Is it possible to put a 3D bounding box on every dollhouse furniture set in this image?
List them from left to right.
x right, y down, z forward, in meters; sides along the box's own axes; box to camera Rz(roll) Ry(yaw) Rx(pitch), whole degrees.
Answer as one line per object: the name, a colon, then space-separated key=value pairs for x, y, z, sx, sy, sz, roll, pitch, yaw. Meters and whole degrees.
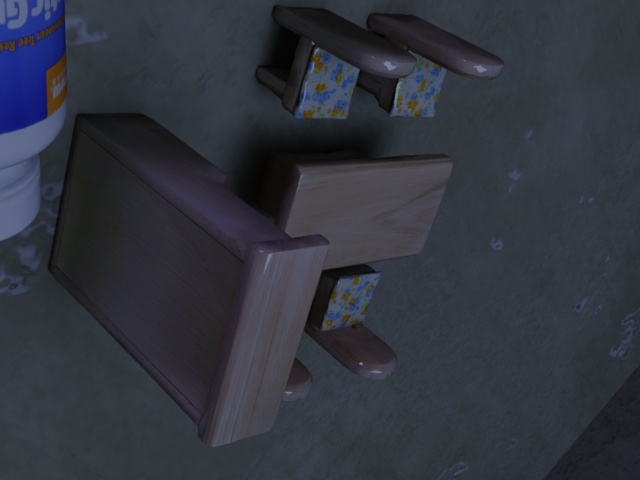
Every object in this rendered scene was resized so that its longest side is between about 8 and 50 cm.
dollhouse furniture set: x=0.000 y=0.000 z=0.915 sx=0.394 sy=0.256 sz=0.362 roll=-8 pitch=124 yaw=-43

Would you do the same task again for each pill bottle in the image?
pill bottle: x=-0.240 y=-0.136 z=0.637 sx=0.152 sy=0.152 sz=0.272 roll=-21 pitch=132 yaw=-35
